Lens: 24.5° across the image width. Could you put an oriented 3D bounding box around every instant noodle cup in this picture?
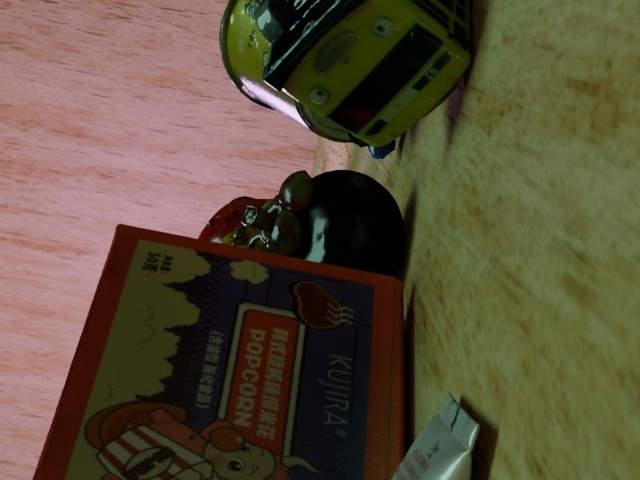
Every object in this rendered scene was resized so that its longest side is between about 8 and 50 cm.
[{"bbox_3d":[0.011,-0.184,1.438,0.144,0.182,0.182,46,131,52],"label":"instant noodle cup"}]

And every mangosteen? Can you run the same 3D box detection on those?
[{"bbox_3d":[0.000,0.000,1.320,0.137,0.151,0.137,-51,30,45],"label":"mangosteen"}]

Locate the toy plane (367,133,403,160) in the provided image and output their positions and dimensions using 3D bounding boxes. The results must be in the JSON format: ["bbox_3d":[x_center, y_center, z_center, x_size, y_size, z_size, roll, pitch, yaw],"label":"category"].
[{"bbox_3d":[0.067,-0.140,1.551,0.062,0.054,0.167,68,-159,-43],"label":"toy plane"}]

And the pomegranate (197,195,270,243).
[{"bbox_3d":[-0.087,0.038,2.255,0.235,0.210,0.210,36,-120,-58],"label":"pomegranate"}]

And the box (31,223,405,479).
[{"bbox_3d":[-0.084,0.226,1.149,0.349,0.256,0.319,-83,6,-57],"label":"box"}]

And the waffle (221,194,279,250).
[{"bbox_3d":[-0.062,0.061,1.608,0.261,0.151,0.324,-43,4,4],"label":"waffle"}]

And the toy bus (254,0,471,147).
[{"bbox_3d":[0.044,-0.200,1.197,0.128,0.150,0.262,-42,25,30],"label":"toy bus"}]

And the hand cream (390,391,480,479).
[{"bbox_3d":[0.037,0.207,0.836,0.133,0.083,0.248,-125,57,-85],"label":"hand cream"}]
